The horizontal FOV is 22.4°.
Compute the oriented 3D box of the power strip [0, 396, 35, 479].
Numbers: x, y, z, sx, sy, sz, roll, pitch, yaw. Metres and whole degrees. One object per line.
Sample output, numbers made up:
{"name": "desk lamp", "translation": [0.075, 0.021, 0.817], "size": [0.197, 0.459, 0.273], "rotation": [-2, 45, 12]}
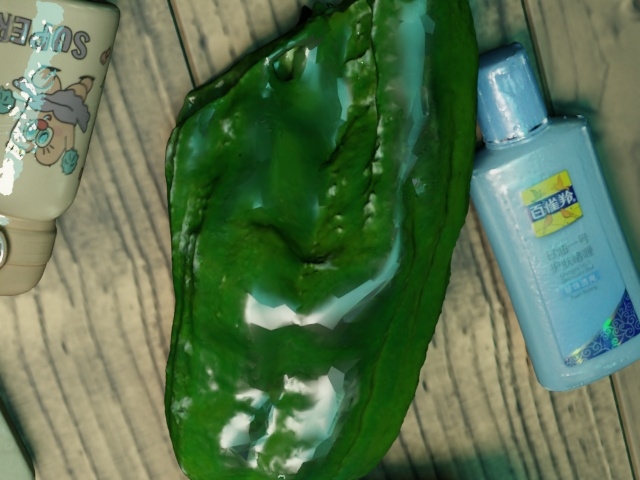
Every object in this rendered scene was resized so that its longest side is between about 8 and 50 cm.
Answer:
{"name": "power strip", "translation": [-0.295, 0.067, 1.119], "size": [0.093, 0.053, 0.288], "rotation": [-25, 109, -6]}

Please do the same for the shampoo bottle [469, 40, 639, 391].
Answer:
{"name": "shampoo bottle", "translation": [0.168, -0.019, 1.198], "size": [0.103, 0.061, 0.258], "rotation": [-25, 107, -7]}

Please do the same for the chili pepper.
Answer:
{"name": "chili pepper", "translation": [-0.002, 0.002, 1.109], "size": [0.213, 0.167, 0.385], "rotation": [8, 101, -17]}

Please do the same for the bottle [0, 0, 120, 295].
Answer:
{"name": "bottle", "translation": [-0.204, -0.066, 1.075], "size": [0.097, 0.110, 0.209], "rotation": [15, 99, 2]}
